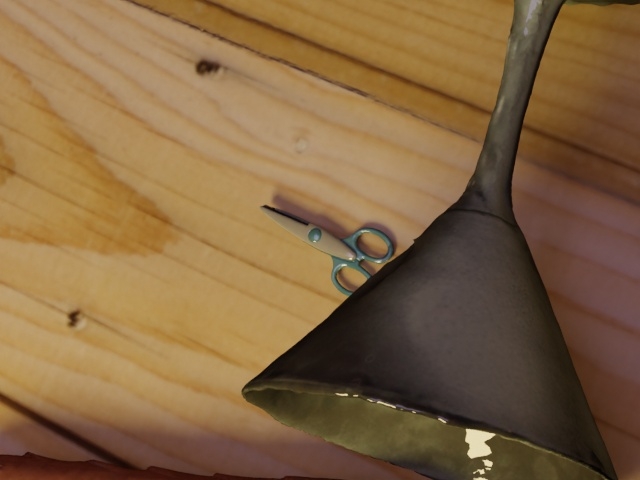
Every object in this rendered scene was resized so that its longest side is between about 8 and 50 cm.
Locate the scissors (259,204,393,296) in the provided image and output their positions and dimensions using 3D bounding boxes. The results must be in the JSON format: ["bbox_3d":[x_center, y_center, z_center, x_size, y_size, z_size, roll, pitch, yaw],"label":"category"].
[{"bbox_3d":[0.000,0.000,1.472,0.119,0.014,0.058,28,86,24],"label":"scissors"}]

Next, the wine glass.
[{"bbox_3d":[0.120,-0.040,1.311,0.267,0.267,0.406,7,72,25],"label":"wine glass"}]

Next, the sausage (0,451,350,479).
[{"bbox_3d":[-0.120,0.214,1.423,0.433,0.088,0.088,1,75,25],"label":"sausage"}]
